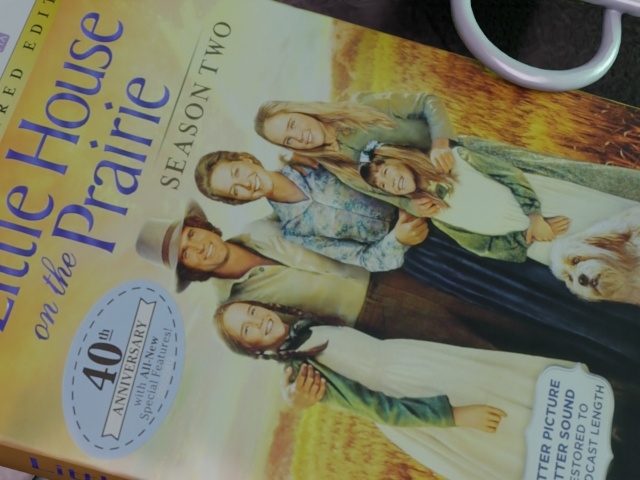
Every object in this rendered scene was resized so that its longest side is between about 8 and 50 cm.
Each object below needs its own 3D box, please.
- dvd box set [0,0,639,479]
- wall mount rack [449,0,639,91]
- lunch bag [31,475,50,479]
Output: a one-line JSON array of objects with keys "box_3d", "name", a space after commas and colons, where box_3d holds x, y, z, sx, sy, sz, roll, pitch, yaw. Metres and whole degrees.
[{"box_3d": [-0.012, 0.010, 0.612, 0.420, 0.062, 0.307, 17, 64, -2], "name": "dvd box set"}, {"box_3d": [0.210, -0.252, 0.687, 0.304, 0.130, 0.350, 13, 61, -6], "name": "wall mount rack"}, {"box_3d": [-0.062, 0.176, 0.662, 0.224, 0.108, 0.279, 35, 79, -6], "name": "lunch bag"}]
